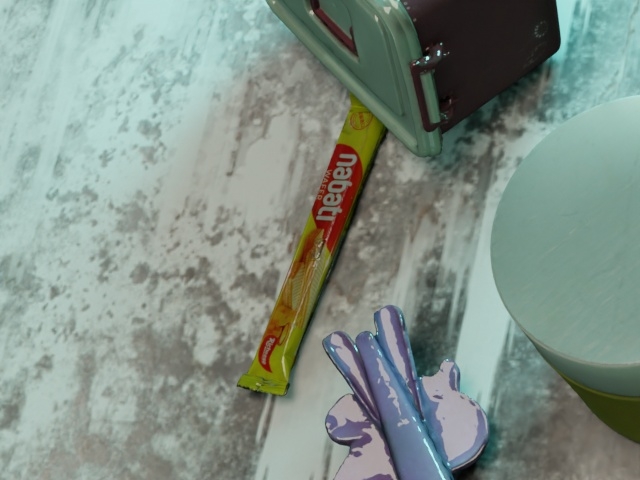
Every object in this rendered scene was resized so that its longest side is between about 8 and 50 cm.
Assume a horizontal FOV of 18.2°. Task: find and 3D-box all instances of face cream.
[{"bbox_3d":[0.258,0.027,1.489,0.218,0.179,0.218,-12,60,22],"label":"face cream"}]

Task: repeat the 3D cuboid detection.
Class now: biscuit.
[{"bbox_3d":[0.000,0.000,1.734,0.048,0.026,0.292,7,67,36],"label":"biscuit"}]

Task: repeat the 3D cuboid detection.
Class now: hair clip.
[{"bbox_3d":[0.074,0.185,1.567,0.137,0.090,0.278,-30,50,11],"label":"hair clip"}]

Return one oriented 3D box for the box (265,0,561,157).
[{"bbox_3d":[0.068,-0.234,1.717,0.167,0.193,0.294,-31,52,-14],"label":"box"}]
